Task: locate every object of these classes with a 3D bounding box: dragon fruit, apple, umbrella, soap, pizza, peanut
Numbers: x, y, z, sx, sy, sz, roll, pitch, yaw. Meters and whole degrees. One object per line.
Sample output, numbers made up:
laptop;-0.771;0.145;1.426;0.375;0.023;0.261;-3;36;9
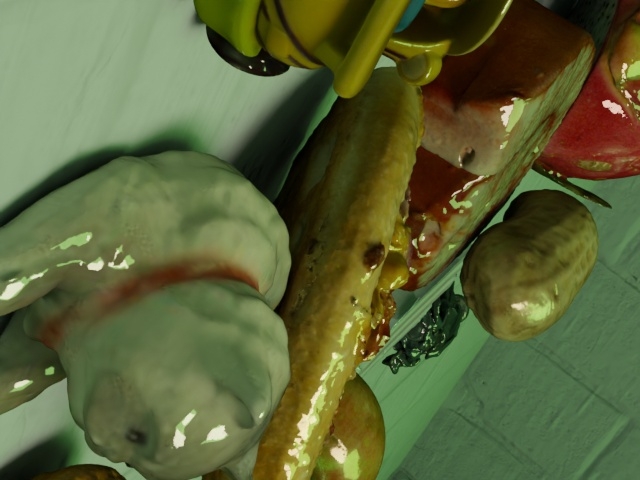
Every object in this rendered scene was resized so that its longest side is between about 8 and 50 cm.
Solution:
dragon fruit;0.372;-0.187;1.538;0.290;0.189;0.290;-62;-169;21
apple;-0.027;0.205;1.377;0.196;0.196;0.196;-48;166;-16
umbrella;0.170;0.118;2.002;0.143;0.094;0.349;-61;167;12
soap;0.081;0.070;1.594;0.230;0.091;0.145;-41;166;-39
pizza;-0.012;0.060;1.012;0.278;0.114;0.409;146;-35;-74
peanut;0.234;0.016;1.433;0.253;0.137;0.122;-43;126;-44

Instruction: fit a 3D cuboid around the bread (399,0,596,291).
bread;0.159;-0.102;1.345;0.295;0.114;0.328;-38;161;-53

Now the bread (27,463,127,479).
bread;-0.224;0.284;1.029;0.240;0.139;0.240;-47;169;-12

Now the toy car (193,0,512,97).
toy car;0.047;-0.169;0.730;0.248;0.142;0.200;-33;158;-49

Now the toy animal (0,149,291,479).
toy animal;-0.089;0.068;0.850;0.266;0.188;0.308;-54;166;-35
